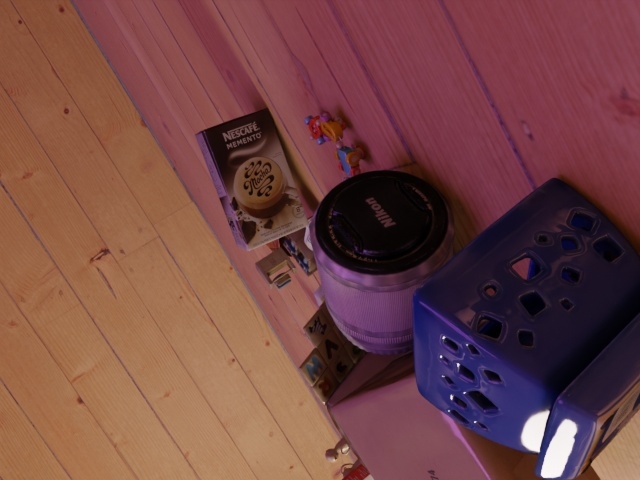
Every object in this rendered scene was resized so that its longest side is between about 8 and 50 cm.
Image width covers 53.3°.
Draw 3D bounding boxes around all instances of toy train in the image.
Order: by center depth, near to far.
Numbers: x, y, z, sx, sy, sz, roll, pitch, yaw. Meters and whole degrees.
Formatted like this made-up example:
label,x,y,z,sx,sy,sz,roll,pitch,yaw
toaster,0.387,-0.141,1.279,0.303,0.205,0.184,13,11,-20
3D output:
label,x,y,z,sx,sy,sz,roll,pitch,yaw
toy train,0.033,-0.179,1.176,0.166,0.046,0.125,58,166,10

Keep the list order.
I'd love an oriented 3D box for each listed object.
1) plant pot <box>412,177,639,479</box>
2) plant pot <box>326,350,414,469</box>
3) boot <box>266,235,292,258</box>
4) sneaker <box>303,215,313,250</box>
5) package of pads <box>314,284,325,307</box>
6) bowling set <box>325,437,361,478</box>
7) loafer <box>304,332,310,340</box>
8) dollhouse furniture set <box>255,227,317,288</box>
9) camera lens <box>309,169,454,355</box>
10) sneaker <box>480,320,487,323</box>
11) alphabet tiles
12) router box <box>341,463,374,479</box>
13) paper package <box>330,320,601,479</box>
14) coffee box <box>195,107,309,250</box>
label,x,y,z,sx,sy,sz,roll,pitch,yaw
plant pot,0.259,0.113,0.716,0.212,0.236,0.236,39,157,34
plant pot,0.178,0.327,1.290,0.323,0.280,0.323,50,163,22
boot,-0.155,-0.020,2.032,0.197,0.073,0.152,47,168,-10
sneaker,0.000,0.000,1.605,0.075,0.057,0.161,56,163,25
package of pads,0.105,0.253,1.708,0.229,0.101,0.297,40,157,44
bowling set,0.159,0.703,1.895,0.200,0.154,0.287,59,164,-20
loafer,0.069,0.405,2.102,0.319,0.111,0.112,52,164,18
dollhouse furniture set,-0.093,0.044,1.744,0.129,0.183,0.129,52,164,19
camera lens,0.105,0.039,1.046,0.219,0.219,0.274,47,162,33
sneaker,0.313,0.254,1.082,0.293,0.108,0.169,65,168,-2
alphabet tiles,0.088,0.249,1.392,0.011,0.285,0.343,5,134,45
router box,0.267,0.677,1.671,0.336,0.301,0.082,59,164,-7
paper package,0.215,0.329,0.977,0.325,0.168,0.309,57,145,6
coffee box,-0.164,-0.146,1.533,0.119,0.168,0.297,13,125,69
